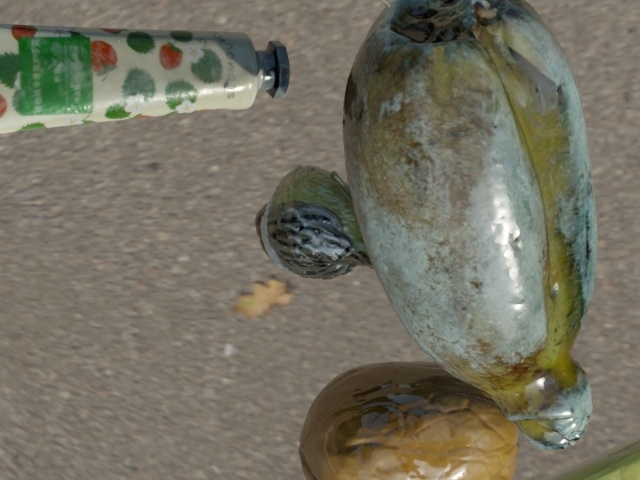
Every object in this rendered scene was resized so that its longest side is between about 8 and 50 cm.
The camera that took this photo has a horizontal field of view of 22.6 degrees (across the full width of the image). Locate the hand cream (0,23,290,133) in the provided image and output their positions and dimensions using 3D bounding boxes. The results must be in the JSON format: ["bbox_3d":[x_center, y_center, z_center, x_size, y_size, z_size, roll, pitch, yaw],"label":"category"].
[{"bbox_3d":[-0.160,-0.125,1.210,0.276,0.059,0.095,-5,100,-18],"label":"hand cream"}]

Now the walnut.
[{"bbox_3d":[0.084,0.193,1.486,0.207,0.167,0.167,1,90,-4],"label":"walnut"}]

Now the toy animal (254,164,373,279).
[{"bbox_3d":[0.000,0.000,1.367,0.098,0.098,0.137,-20,55,-19],"label":"toy animal"}]

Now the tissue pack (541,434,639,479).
[{"bbox_3d":[0.208,0.227,1.190,0.159,0.234,0.125,-4,67,-61],"label":"tissue pack"}]

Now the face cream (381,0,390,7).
[{"bbox_3d":[-0.032,-0.194,0.623,0.070,0.114,0.224,-30,86,13],"label":"face cream"}]

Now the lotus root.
[{"bbox_3d":[0.102,-0.007,1.040,0.158,0.140,0.322,-39,125,-40],"label":"lotus root"}]
